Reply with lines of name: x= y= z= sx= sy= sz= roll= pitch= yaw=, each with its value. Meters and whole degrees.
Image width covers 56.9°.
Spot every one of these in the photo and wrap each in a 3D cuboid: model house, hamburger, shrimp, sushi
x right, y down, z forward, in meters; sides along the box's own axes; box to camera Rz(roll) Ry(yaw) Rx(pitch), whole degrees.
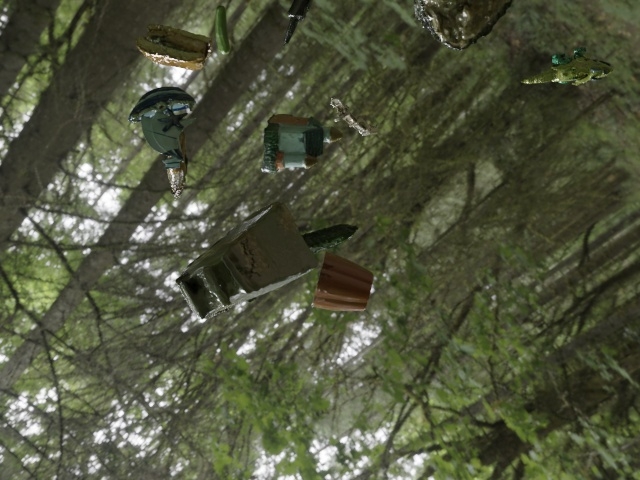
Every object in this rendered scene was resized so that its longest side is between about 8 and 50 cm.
model house: x=-0.060 y=-0.360 z=2.178 sx=0.253 sy=0.290 sz=0.185 roll=-69 pitch=-22 yaw=-64
hamburger: x=-0.498 y=-0.647 z=2.025 sx=0.261 sy=0.124 sz=0.131 roll=19 pitch=158 yaw=12
shrimp: x=-0.486 y=-0.261 z=2.014 sx=0.062 sy=0.287 sz=0.152 roll=6 pitch=-125 yaw=-8
sushi: x=0.316 y=-0.559 z=1.157 sx=0.210 sy=0.350 sz=0.171 roll=32 pitch=-159 yaw=-5

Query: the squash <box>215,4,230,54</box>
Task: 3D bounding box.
squash: x=-0.187 y=-0.401 z=1.125 sx=0.027 sy=0.027 sz=0.089 roll=-36 pitch=-56 yaw=-66

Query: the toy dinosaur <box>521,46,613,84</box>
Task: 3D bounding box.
toy dinosaur: x=0.754 y=-0.526 z=1.828 sx=0.153 sy=0.259 sz=0.094 roll=-73 pitch=-27 yaw=-54

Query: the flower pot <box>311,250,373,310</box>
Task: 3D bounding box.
flower pot: x=0.074 y=0.141 z=1.891 sx=0.173 sy=0.191 sz=0.191 roll=13 pitch=-152 yaw=2

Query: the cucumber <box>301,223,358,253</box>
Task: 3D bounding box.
cucumber: x=0.000 y=0.000 z=1.677 sx=0.069 sy=0.227 sz=0.069 roll=-18 pitch=-90 yaw=-81

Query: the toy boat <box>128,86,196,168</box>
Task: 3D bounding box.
toy boat: x=-0.474 y=-0.374 z=1.882 sx=0.292 sy=0.210 sz=0.070 roll=50 pitch=173 yaw=19

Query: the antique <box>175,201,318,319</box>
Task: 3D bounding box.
antique: x=-0.127 y=0.040 z=1.004 sx=0.150 sy=0.125 sz=0.284 roll=59 pitch=-156 yaw=-2

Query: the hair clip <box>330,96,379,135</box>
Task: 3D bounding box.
hair clip: x=0.108 y=-0.342 z=1.734 sx=0.226 sy=0.034 sz=0.072 roll=23 pitch=-124 yaw=-48

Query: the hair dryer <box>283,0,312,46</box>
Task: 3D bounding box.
hair dryer: x=-0.063 y=-0.553 z=1.255 sx=0.235 sy=0.272 sz=0.091 roll=15 pitch=180 yaw=19
